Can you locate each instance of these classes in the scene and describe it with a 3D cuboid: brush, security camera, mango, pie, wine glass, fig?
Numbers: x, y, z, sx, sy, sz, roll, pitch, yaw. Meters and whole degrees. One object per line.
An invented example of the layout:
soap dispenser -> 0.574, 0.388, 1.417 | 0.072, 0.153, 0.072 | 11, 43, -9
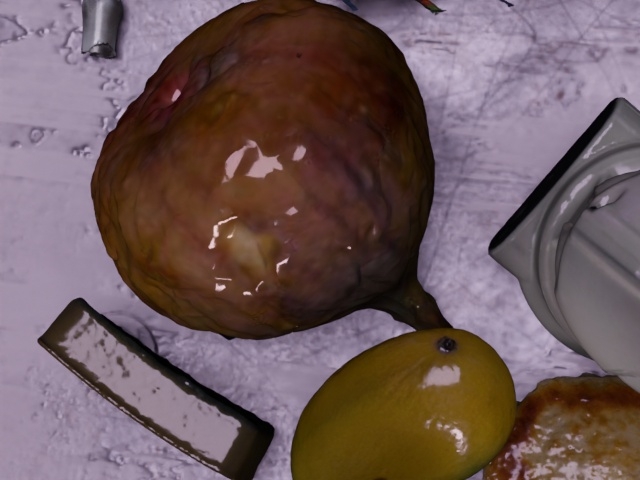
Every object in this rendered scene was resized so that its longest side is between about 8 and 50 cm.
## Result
brush -> -0.132, 0.124, 1.252 | 0.197, 0.123, 0.059 | 33, 85, 9
security camera -> 0.252, 0.021, 1.116 | 0.191, 0.277, 0.197 | 40, 98, -4
mango -> 0.052, 0.150, 1.192 | 0.137, 0.091, 0.237 | 38, 125, -22
pie -> 0.220, 0.207, 1.213 | 0.179, 0.084, 0.205 | -10, 79, 7
wine glass -> -0.190, -0.202, 1.344 | 0.039, 0.042, 0.083 | 1, 85, 46
fig -> 0.000, 0.000, 1.223 | 0.286, 0.286, 0.368 | -39, 111, 2

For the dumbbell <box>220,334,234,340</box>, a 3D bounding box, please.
dumbbell -> -0.097, 0.050, 1.300 | 0.083, 0.036, 0.040 | 31, 87, 10

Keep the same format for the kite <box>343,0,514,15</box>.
kite -> 0.057, -0.216, 1.275 | 0.160, 0.183, 0.010 | 42, 130, 48
